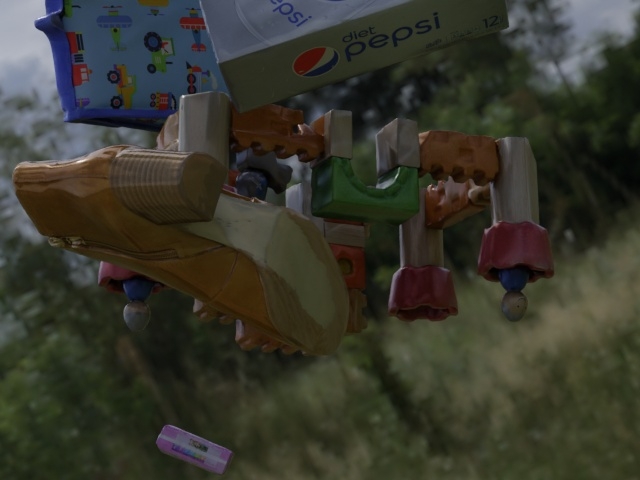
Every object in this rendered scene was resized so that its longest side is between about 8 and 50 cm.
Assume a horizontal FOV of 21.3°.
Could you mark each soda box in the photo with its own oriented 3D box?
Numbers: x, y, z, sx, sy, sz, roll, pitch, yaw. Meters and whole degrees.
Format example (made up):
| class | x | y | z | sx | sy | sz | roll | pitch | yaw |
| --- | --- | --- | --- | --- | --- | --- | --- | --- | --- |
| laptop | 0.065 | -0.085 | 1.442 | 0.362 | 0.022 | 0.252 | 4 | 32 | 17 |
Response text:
| class | x | y | z | sx | sy | sz | roll | pitch | yaw |
| --- | --- | --- | --- | --- | --- | --- | --- | --- | --- |
| soda box | 0.033 | -0.224 | 1.653 | 0.286 | 0.091 | 0.098 | -18 | -29 | 2 |

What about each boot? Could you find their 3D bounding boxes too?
| class | x | y | z | sx | sy | sz | roll | pitch | yaw |
| --- | --- | --- | --- | --- | --- | --- | --- | --- | --- |
| boot | -0.123 | 0.007 | 1.532 | 0.211 | 0.104 | 0.295 | -1 | -33 | 38 |

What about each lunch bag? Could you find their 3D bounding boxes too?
| class | x | y | z | sx | sy | sz | roll | pitch | yaw |
| --- | --- | --- | --- | --- | --- | --- | --- | --- | --- |
| lunch bag | -0.223 | -0.250 | 2.073 | 0.138 | 0.221 | 0.293 | -11 | -7 | 40 |

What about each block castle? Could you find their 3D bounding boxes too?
| class | x | y | z | sx | sy | sz | roll | pitch | yaw |
| --- | --- | --- | --- | --- | --- | --- | --- | --- | --- |
| block castle | 0.000 | 0.000 | 1.893 | 0.453 | 0.213 | 0.303 | 6 | -17 | -25 |

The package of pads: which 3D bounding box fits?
| class | x | y | z | sx | sy | sz | roll | pitch | yaw |
| --- | --- | --- | --- | --- | --- | --- | --- | --- | --- |
| package of pads | -0.138 | 0.232 | 1.878 | 0.050 | 0.083 | 0.032 | 84 | -152 | -81 |
